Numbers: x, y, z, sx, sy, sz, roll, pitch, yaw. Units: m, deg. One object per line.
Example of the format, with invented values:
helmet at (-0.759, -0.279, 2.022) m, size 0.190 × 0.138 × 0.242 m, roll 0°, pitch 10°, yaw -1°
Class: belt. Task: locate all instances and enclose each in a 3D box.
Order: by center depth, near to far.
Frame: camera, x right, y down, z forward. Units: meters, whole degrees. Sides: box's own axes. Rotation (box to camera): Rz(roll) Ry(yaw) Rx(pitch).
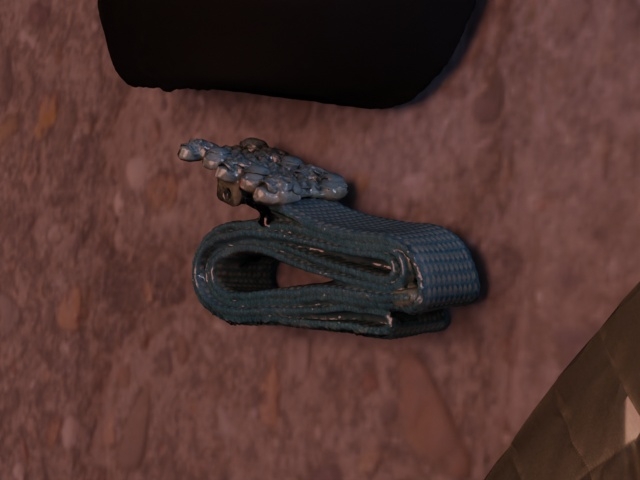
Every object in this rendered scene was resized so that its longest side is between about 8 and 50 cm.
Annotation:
belt at (0.004, 0.000, 0.831) m, size 0.179 × 0.065 × 0.100 m, roll 6°, pitch 96°, yaw 47°

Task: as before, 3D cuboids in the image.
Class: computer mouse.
computer mouse at (-0.035, -0.160, 0.871) m, size 0.269 × 0.100 × 0.170 m, roll 9°, pitch 88°, yaw 49°

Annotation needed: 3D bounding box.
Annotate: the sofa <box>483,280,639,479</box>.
sofa at (0.192, 0.112, 0.486) m, size 0.176 × 0.210 × 0.225 m, roll -55°, pitch 48°, yaw 24°
